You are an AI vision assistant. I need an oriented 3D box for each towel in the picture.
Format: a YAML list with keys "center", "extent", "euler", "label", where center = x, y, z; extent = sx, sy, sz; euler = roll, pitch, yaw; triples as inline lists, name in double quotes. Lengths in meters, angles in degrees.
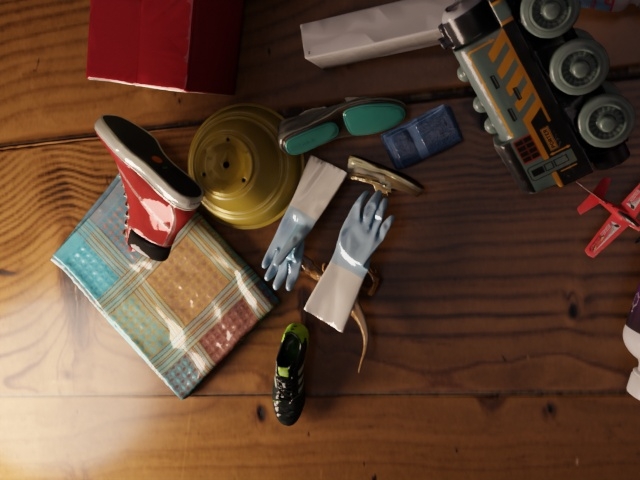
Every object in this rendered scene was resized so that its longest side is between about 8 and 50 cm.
- center: [0.162, -0.164, 1.217]
  extent: [0.119, 0.029, 0.067]
  euler: [-24, 87, 16]
  label: "towel"
- center: [-0.284, 0.064, 1.357]
  extent: [0.370, 0.040, 0.271]
  euler: [46, 105, 9]
  label: "towel"

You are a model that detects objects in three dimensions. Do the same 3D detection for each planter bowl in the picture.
- center: [-0.142, -0.125, 1.277]
  extent: [0.217, 0.090, 0.217]
  euler: [1, 93, 16]
  label: "planter bowl"

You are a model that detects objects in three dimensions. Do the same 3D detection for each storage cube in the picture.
- center: [-0.247, -0.342, 1.234]
  extent: [0.184, 0.215, 0.193]
  euler: [10, 102, 15]
  label: "storage cube"

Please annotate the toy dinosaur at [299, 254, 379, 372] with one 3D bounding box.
- center: [0.049, 0.094, 1.259]
  extent: [0.112, 0.064, 0.211]
  euler: [-47, 70, 26]
  label: "toy dinosaur"

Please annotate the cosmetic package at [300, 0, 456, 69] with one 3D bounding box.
- center: [0.098, -0.326, 1.190]
  extent: [0.239, 0.099, 0.060]
  euler: [-9, 91, 16]
  label: "cosmetic package"

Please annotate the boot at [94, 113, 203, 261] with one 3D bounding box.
- center: [-0.321, -0.084, 1.298]
  extent: [0.244, 0.088, 0.176]
  euler: [46, 121, 18]
  label: "boot"

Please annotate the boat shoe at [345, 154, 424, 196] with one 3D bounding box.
- center: [0.102, -0.095, 1.231]
  extent: [0.135, 0.050, 0.045]
  euler: [26, 104, 23]
  label: "boat shoe"

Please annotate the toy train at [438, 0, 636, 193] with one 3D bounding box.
- center: [0.307, -0.226, 1.085]
  extent: [0.190, 0.142, 0.334]
  euler: [-28, 107, 19]
  label: "toy train"

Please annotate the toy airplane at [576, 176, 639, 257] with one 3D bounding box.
- center: [0.425, -0.044, 1.114]
  extent: [0.151, 0.028, 0.151]
  euler: [-28, 49, 38]
  label: "toy airplane"

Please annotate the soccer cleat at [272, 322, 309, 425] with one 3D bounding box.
- center: [-0.055, 0.227, 1.281]
  extent: [0.060, 0.072, 0.179]
  euler: [8, 96, 16]
  label: "soccer cleat"

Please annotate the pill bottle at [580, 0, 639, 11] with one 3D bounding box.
- center: [0.402, -0.378, 1.103]
  extent: [0.160, 0.087, 0.087]
  euler: [13, 97, 16]
  label: "pill bottle"

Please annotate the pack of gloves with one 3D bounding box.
- center: [0.000, 0.000, 1.223]
  extent: [0.195, 0.046, 0.232]
  euler: [30, 100, 32]
  label: "pack of gloves"

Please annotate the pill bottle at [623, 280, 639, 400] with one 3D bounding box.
- center: [0.531, 0.076, 1.044]
  extent: [0.181, 0.181, 0.323]
  euler: [17, 98, 15]
  label: "pill bottle"

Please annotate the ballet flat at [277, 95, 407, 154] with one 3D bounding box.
- center: [0.030, -0.199, 1.232]
  extent: [0.213, 0.072, 0.068]
  euler: [-17, 49, 4]
  label: "ballet flat"
